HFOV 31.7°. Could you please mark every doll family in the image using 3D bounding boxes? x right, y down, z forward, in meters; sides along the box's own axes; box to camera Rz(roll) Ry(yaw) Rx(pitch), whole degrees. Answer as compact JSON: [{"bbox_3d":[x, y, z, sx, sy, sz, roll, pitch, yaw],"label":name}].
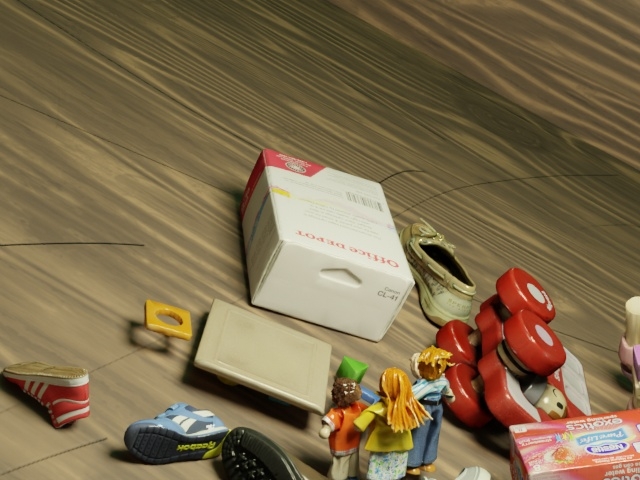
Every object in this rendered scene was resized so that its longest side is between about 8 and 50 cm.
[{"bbox_3d":[0.113,0.218,1.413,0.118,0.163,0.263,13,14,37],"label":"doll family"}]

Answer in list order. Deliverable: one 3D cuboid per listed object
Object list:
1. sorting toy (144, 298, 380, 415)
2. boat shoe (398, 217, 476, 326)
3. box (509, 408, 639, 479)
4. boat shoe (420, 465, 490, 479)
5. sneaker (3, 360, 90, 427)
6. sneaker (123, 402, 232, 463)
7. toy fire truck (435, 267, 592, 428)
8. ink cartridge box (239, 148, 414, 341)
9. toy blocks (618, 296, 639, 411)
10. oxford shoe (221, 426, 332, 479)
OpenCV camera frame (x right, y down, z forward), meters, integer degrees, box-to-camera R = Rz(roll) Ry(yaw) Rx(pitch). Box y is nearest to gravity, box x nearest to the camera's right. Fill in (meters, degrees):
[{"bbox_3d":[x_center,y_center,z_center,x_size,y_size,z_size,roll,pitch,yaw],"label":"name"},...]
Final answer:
[{"bbox_3d":[-0.079,0.163,1.520,0.348,0.047,0.196,23,22,-7],"label":"sorting toy"},{"bbox_3d":[0.208,0.043,1.943,0.105,0.089,0.285,14,28,-22],"label":"boat shoe"},{"bbox_3d":[0.380,0.302,1.443,0.257,0.122,0.128,-8,19,0],"label":"box"},{"bbox_3d":[0.139,0.326,1.368,0.081,0.079,0.227,36,31,11],"label":"boat shoe"},{"bbox_3d":[-0.315,0.177,1.297,0.118,0.067,0.042,4,18,29],"label":"sneaker"},{"bbox_3d":[-0.173,0.223,1.317,0.144,0.053,0.059,11,29,-45],"label":"sneaker"},{"bbox_3d":[0.320,0.206,1.686,0.254,0.169,0.302,39,24,-15],"label":"toy fire truck"},{"bbox_3d":[0.000,0.000,1.793,0.226,0.131,0.306,18,28,-17],"label":"ink cartridge box"},{"bbox_3d":[0.621,0.273,1.777,0.289,0.260,0.309,-3,41,10],"label":"toy blocks"},{"bbox_3d":[-0.022,0.298,1.301,0.227,0.083,0.096,38,10,23],"label":"oxford shoe"}]
